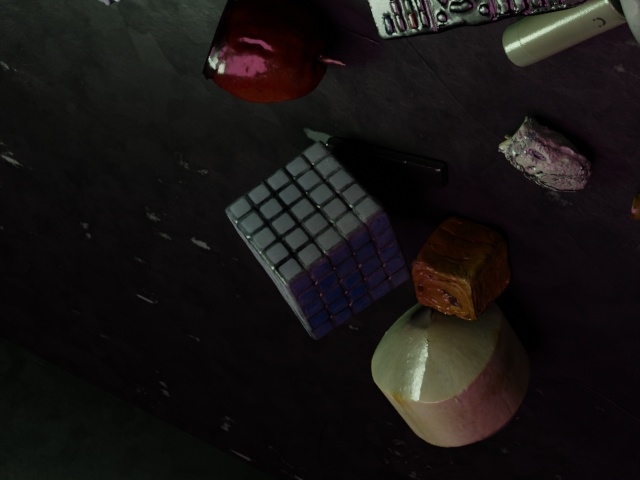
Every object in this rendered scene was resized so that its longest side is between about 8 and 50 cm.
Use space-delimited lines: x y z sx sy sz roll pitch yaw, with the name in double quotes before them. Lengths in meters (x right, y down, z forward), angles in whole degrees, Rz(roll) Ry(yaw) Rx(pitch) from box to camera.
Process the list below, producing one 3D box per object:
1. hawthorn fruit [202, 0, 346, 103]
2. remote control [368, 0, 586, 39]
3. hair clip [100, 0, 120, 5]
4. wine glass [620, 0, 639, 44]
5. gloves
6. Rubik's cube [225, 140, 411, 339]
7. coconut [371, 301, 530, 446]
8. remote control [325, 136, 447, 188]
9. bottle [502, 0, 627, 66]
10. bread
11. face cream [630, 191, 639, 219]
"hawthorn fruit" -0.078 -0.327 1.897 0.251 0.189 0.189 3 139 11
"remote control" 0.236 -0.392 1.640 0.399 0.062 0.144 0 116 41
"hair clip" -0.360 -0.481 2.009 0.292 0.084 0.106 -3 138 47
"wine glass" 0.476 -0.319 1.516 0.111 0.111 0.204 -5 134 42
"gloves" 0.379 -0.133 1.864 0.153 0.070 0.114 33 146 -4
"Rubik's cube" 0.000 0.000 2.086 0.238 0.237 0.237 51 172 35
"coconut" 0.261 0.256 2.249 0.323 0.323 0.323 21 145 16
"remote control" 0.123 -0.147 2.091 0.245 0.025 0.063 15 138 23
"bottle" 0.366 -0.322 1.635 0.072 0.072 0.201 46 144 -19
"bread" 0.272 0.057 2.127 0.149 0.143 0.158 24 146 24
"face cream" 0.606 -0.039 1.821 0.182 0.051 0.072 14 143 24
